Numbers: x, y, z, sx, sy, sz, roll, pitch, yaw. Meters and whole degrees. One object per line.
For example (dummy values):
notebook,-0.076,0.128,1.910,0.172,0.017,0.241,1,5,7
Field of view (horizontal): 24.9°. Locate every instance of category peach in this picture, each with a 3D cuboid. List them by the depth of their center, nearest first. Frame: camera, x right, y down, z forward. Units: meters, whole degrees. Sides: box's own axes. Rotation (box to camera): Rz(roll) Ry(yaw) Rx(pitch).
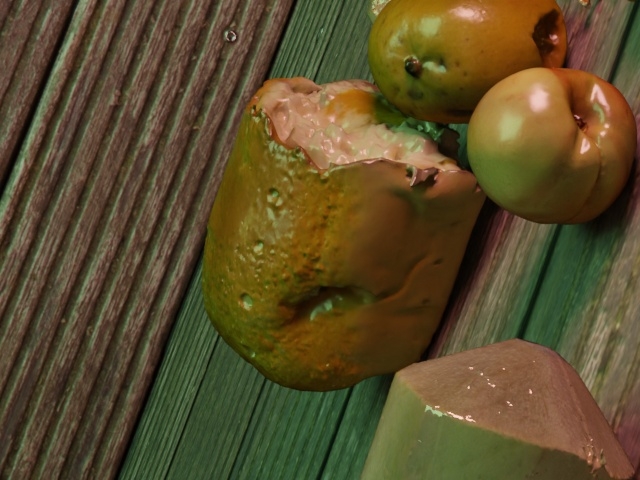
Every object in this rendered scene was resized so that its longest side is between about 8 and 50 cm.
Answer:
peach,0.244,-0.101,1.548,0.184,0.184,0.184,-59,17,31

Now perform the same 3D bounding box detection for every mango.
mango,0.187,-0.262,1.886,0.365,0.252,0.182,-86,-12,-70

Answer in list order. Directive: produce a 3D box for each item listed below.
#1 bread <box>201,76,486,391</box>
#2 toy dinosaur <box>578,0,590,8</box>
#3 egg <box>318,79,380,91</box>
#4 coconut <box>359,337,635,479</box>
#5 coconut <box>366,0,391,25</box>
bread,0.000,0.000,1.911,0.361,0.250,0.394,37,112,43
toy dinosaur,0.348,-0.367,1.803,0.142,0.057,0.212,-52,19,13
egg,0.044,-0.152,2.261,0.203,0.203,0.245,-66,-21,7
coconut,0.157,0.208,1.308,0.239,0.239,0.244,-132,60,-74
coconut,0.158,-0.345,2.282,0.147,0.153,0.147,-28,5,2
